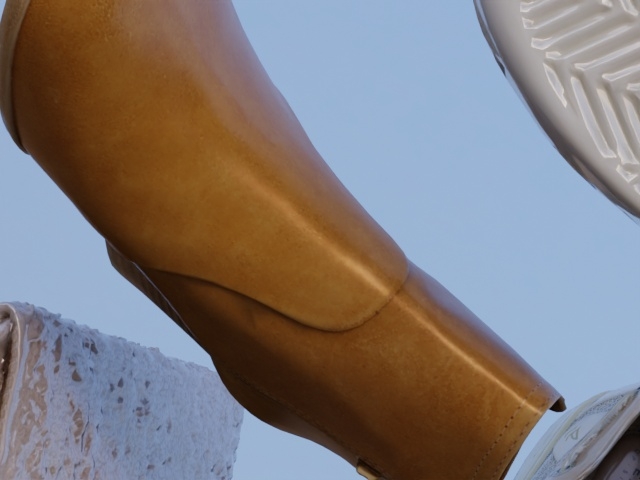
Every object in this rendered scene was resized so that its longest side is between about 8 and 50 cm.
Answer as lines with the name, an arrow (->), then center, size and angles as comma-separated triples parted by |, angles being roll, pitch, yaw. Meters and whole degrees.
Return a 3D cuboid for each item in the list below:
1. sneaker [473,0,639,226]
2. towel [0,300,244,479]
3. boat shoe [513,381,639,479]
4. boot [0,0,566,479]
sneaker -> 0.197, -0.025, 0.668 | 0.350, 0.131, 0.148 | 31, 4, -10
towel -> -0.110, 0.136, 0.918 | 0.049, 0.187, 0.282 | 9, -7, 22
boat shoe -> 0.106, 0.173, 0.856 | 0.109, 0.302, 0.098 | 37, -34, -1
boot -> -0.001, 0.001, 0.728 | 0.211, 0.104, 0.295 | 35, -19, 19
